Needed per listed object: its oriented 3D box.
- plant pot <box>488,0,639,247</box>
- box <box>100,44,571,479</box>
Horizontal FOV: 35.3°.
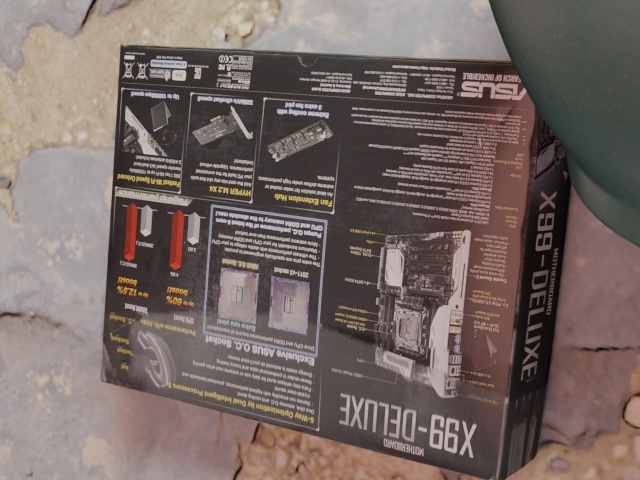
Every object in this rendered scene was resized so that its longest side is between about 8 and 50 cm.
[{"bbox_3d":[0.205,-0.106,0.444,0.293,0.293,0.196,19,132,27],"label":"plant pot"},{"bbox_3d":[0.000,0.000,0.660,0.307,0.076,0.243,8,97,29],"label":"box"}]
